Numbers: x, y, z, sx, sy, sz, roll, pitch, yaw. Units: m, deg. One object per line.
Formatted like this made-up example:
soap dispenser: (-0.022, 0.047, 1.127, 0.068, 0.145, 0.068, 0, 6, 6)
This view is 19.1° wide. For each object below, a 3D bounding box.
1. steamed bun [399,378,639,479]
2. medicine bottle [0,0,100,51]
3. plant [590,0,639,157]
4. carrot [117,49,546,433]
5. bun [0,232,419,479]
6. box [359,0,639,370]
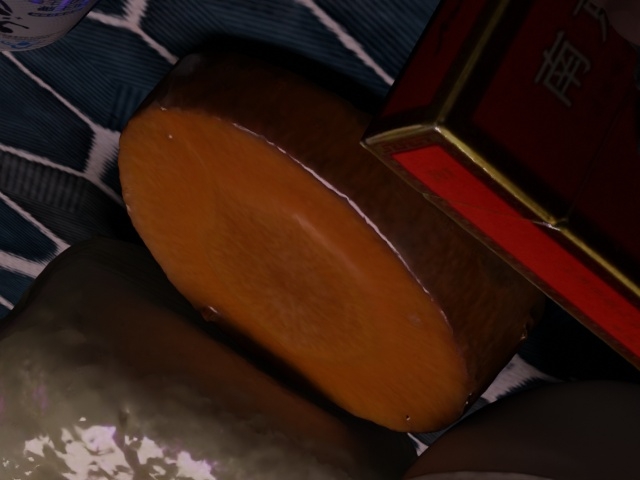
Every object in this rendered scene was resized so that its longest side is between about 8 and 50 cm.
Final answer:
steamed bun: (0.206, 0.257, 1.235, 0.374, 0.334, 0.334, 32, 160, -23)
medicine bottle: (-0.158, -0.163, 1.015, 0.107, 0.107, 0.191, 34, 159, -13)
plant: (0.206, -0.068, 0.674, 0.204, 0.178, 0.234, 25, 151, 43)
carrot: (0.000, 0.000, 1.205, 0.258, 0.100, 0.307, 3, 145, 46)
bun: (-0.109, 0.147, 1.429, 0.361, 0.213, 0.361, 31, -174, -4)
box: (0.151, -0.037, 0.843, 0.240, 0.153, 0.074, 38, 162, -21)
